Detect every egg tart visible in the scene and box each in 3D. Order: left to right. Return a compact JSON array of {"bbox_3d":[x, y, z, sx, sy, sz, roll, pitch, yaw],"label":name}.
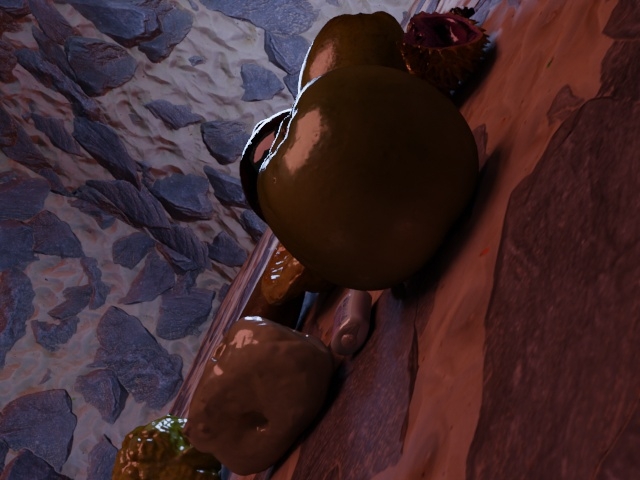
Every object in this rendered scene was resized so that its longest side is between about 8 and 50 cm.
[{"bbox_3d":[0.000,0.000,1.432,0.319,0.128,0.319,-59,12,20],"label":"egg tart"}]

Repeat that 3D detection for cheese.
[{"bbox_3d":[-0.075,0.191,1.105,0.248,0.173,0.251,-54,5,45],"label":"cheese"}]

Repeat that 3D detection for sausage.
[{"bbox_3d":[-0.127,0.210,1.469,0.501,0.123,0.136,-68,-19,-51],"label":"sausage"}]

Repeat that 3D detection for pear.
[{"bbox_3d":[0.081,-0.299,1.447,0.253,0.252,0.308,-109,19,-79],"label":"pear"}]

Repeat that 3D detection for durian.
[{"bbox_3d":[0.212,-0.316,1.299,0.261,0.153,0.187,-72,-7,-46],"label":"durian"}]

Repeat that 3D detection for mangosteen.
[{"bbox_3d":[-0.062,-0.180,1.815,0.330,0.330,0.330,-58,8,14],"label":"mangosteen"}]

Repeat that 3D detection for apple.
[{"bbox_3d":[0.057,-0.082,0.954,0.292,0.254,0.292,-62,9,18],"label":"apple"}]

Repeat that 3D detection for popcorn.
[{"bbox_3d":[-0.304,0.467,1.440,0.252,0.205,0.237,111,169,-59],"label":"popcorn"}]

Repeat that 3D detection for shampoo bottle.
[{"bbox_3d":[0.045,0.120,1.047,0.072,0.043,0.099,-57,9,24],"label":"shampoo bottle"}]

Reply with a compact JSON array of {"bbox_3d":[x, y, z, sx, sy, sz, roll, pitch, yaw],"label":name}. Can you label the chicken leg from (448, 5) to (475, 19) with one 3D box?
[{"bbox_3d":[0.246,-0.377,1.505,0.234,0.063,0.105,-60,3,5],"label":"chicken leg"}]
